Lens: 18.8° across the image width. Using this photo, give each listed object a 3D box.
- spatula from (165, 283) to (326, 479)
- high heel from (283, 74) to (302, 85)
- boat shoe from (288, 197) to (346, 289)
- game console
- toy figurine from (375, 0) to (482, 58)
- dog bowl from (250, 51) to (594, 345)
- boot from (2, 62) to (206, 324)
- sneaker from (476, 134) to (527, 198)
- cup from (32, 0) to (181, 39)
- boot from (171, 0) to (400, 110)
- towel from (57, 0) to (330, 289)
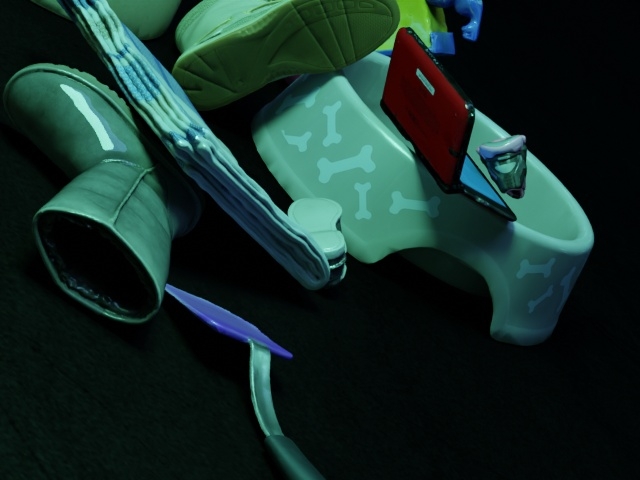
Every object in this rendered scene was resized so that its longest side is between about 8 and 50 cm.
[{"bbox_3d":[-0.030,0.113,1.276,0.084,0.030,0.296,25,21,-37],"label":"spatula"},{"bbox_3d":[-0.009,-0.198,2.048,0.244,0.082,0.117,-115,-171,-84],"label":"high heel"},{"bbox_3d":[0.000,0.000,1.594,0.046,0.038,0.125,-6,24,-8],"label":"boat shoe"},{"bbox_3d":[0.118,-0.100,1.663,0.085,0.124,0.144,-5,37,-24],"label":"game console"},{"bbox_3d":[0.050,-0.265,2.181,0.362,0.217,0.191,-3,10,24],"label":"toy figurine"},{"bbox_3d":[0.106,-0.053,1.813,0.349,0.102,0.349,32,18,-12],"label":"dog bowl"},{"bbox_3d":[-0.167,-0.035,1.345,0.189,0.076,0.208,35,24,-2],"label":"boot"},{"bbox_3d":[0.168,-0.064,1.736,0.119,0.047,0.057,-22,95,-80],"label":"sneaker"},{"bbox_3d":[-0.219,-0.379,1.804,0.331,0.237,0.331,33,19,-13],"label":"cup"},{"bbox_3d":[-0.037,-0.199,1.778,0.165,0.213,0.077,-100,168,-67],"label":"boot"},{"bbox_3d":[-0.103,-0.091,1.529,0.209,0.034,0.285,46,4,-44],"label":"towel"}]
